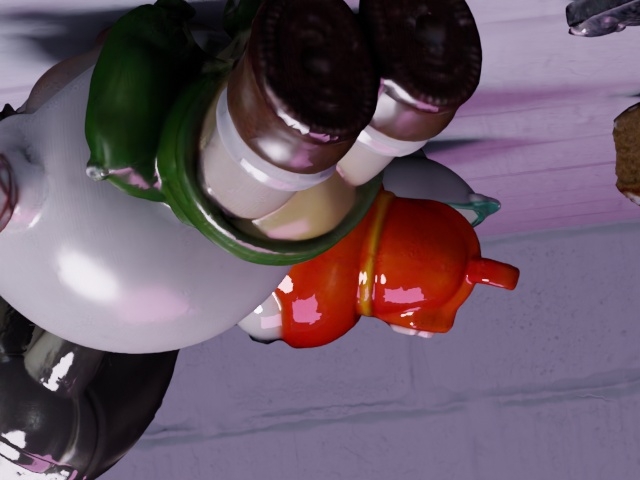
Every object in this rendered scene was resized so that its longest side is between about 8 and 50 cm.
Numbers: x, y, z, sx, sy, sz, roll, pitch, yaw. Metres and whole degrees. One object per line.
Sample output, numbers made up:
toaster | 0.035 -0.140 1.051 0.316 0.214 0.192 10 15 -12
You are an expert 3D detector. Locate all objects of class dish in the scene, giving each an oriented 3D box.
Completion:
dish | 0.050 -0.041 1.488 0.224 0.078 0.246 -13 168 16

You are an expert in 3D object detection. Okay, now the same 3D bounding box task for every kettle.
kettle | -0.219 0.077 1.393 0.228 0.321 0.324 34 -162 -12

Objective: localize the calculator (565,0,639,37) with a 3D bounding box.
calculator | 0.256 -0.140 0.793 0.161 0.021 0.262 -5 177 -28

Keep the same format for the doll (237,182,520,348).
doll | -0.035 -0.006 1.148 0.363 0.160 0.182 12 180 8

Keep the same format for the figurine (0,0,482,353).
figurine | -0.059 -0.039 0.772 0.281 0.167 0.370 -21 179 -30

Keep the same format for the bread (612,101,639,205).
bread | 0.438 -0.079 1.377 0.417 0.113 0.165 -1 172 -44
